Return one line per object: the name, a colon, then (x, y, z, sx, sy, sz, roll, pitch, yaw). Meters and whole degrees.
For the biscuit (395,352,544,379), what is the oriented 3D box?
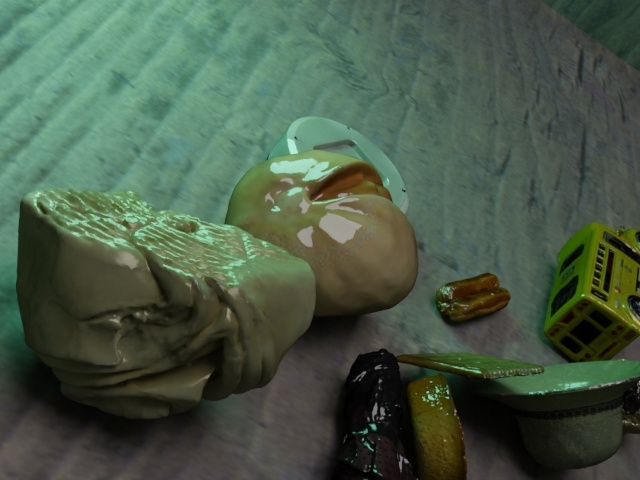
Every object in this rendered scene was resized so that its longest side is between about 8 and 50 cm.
biscuit: (0.213, 0.171, 1.356, 0.139, 0.016, 0.231, 7, -1, 33)

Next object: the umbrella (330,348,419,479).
umbrella: (0.058, 0.259, 1.165, 0.094, 0.090, 0.326, 48, 28, -26)

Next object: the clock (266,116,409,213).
clock: (0.029, -0.093, 1.553, 0.230, 0.083, 0.230, 24, 39, -21)

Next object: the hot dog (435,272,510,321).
hot dog: (0.243, 0.092, 1.569, 0.165, 0.045, 0.071, -11, 59, -48)

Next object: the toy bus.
toy bus: (0.494, 0.078, 1.731, 0.151, 0.145, 0.331, 36, 35, -2)

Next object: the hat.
hat: (0.348, 0.252, 1.388, 0.257, 0.257, 0.130, -8, 89, -47)

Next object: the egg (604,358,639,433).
egg: (0.477, 0.244, 1.552, 0.140, 0.116, 0.118, 30, 30, 35)

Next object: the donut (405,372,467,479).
donut: (0.143, 0.241, 1.235, 0.058, 0.152, 0.152, -8, 45, 0)

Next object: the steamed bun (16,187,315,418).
steamed bun: (-0.177, 0.077, 1.062, 0.289, 0.203, 0.276, 6, 20, -41)

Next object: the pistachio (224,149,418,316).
pistachio: (0.000, 0.000, 1.299, 0.309, 0.230, 0.230, 18, 36, -56)
